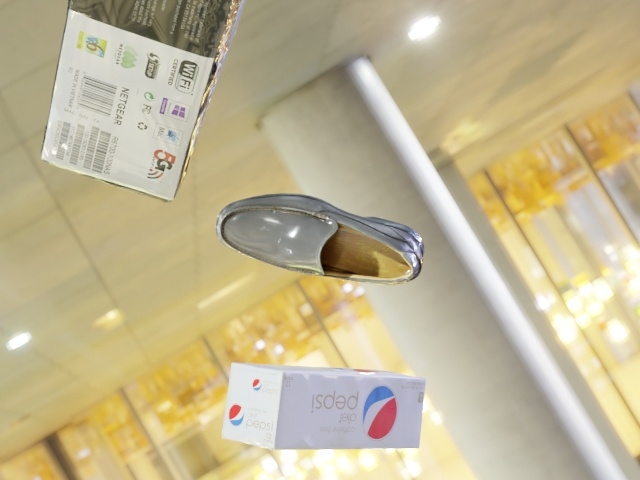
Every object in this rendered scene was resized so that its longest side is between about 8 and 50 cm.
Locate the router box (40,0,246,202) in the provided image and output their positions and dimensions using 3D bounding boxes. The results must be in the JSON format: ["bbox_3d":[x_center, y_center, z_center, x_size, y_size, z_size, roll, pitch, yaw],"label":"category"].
[{"bbox_3d":[-0.028,-0.119,0.416,0.179,0.046,0.133,113,-7,-47],"label":"router box"}]

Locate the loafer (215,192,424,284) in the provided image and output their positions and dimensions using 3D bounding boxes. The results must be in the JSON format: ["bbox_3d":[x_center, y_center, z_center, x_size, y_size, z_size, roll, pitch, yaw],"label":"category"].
[{"bbox_3d":[0.000,0.000,1.172,0.170,0.062,0.061,7,-169,-1],"label":"loafer"}]

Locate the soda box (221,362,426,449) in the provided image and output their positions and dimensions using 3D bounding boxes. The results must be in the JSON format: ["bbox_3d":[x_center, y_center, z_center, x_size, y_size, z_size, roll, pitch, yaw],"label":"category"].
[{"bbox_3d":[0.008,0.158,1.405,0.069,0.074,0.216,5,178,41],"label":"soda box"}]
